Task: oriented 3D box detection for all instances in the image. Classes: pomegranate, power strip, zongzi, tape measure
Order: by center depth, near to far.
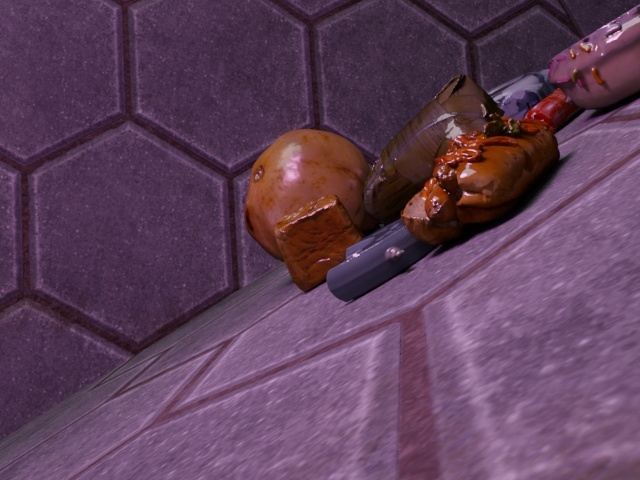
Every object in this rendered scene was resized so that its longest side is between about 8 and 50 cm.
[{"bbox_3d":[0.093,0.015,1.144,0.167,0.054,0.253,-32,2,9],"label":"power strip"},{"bbox_3d":[0.216,-0.100,1.468,0.323,0.160,0.360,-50,24,25],"label":"zongzi"},{"bbox_3d":[-0.012,-0.088,1.919,0.342,0.342,0.342,-31,3,2],"label":"pomegranate"},{"bbox_3d":[0.477,-0.316,2.028,0.275,0.147,0.256,-24,9,41],"label":"tape measure"}]

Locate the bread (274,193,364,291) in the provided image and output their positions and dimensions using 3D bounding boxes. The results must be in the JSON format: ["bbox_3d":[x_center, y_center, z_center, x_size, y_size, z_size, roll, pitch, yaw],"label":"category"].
[{"bbox_3d":[0.000,0.000,1.555,0.158,0.143,0.149,-31,9,10],"label":"bread"}]

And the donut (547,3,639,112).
[{"bbox_3d":[0.600,-0.364,1.478,0.382,0.142,0.382,-31,2,1],"label":"donut"}]

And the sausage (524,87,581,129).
[{"bbox_3d":[0.510,-0.283,1.750,0.074,0.074,0.274,-29,5,44],"label":"sausage"}]

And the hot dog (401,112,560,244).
[{"bbox_3d":[0.226,-0.102,1.114,0.158,0.117,0.349,-29,3,36],"label":"hot dog"}]
